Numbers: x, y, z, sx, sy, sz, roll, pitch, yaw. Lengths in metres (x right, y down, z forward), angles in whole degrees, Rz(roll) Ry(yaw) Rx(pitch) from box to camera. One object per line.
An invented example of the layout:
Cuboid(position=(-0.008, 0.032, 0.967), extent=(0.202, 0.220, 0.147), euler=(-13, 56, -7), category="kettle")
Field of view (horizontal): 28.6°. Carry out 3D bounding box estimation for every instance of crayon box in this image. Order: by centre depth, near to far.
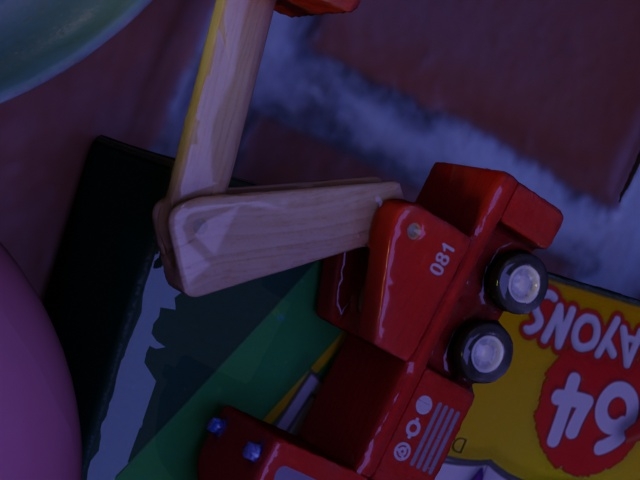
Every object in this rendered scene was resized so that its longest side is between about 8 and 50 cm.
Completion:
Cuboid(position=(0.042, 0.160, 0.513), extent=(0.362, 0.106, 0.313), euler=(16, 92, -28), category="crayon box")

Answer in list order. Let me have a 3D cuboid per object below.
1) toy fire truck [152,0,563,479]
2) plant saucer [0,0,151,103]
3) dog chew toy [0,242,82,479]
Cuboid(position=(0.000, 0.000, 0.377), extent=(0.135, 0.047, 0.192), euler=(30, 84, -26), category="toy fire truck")
Cuboid(position=(-0.164, -0.177, 0.341), extent=(0.317, 0.043, 0.318), euler=(3, 83, -27), category="plant saucer")
Cuboid(position=(-0.186, 0.138, 0.350), extent=(0.206, 0.206, 0.332), euler=(6, 106, -28), category="dog chew toy")
